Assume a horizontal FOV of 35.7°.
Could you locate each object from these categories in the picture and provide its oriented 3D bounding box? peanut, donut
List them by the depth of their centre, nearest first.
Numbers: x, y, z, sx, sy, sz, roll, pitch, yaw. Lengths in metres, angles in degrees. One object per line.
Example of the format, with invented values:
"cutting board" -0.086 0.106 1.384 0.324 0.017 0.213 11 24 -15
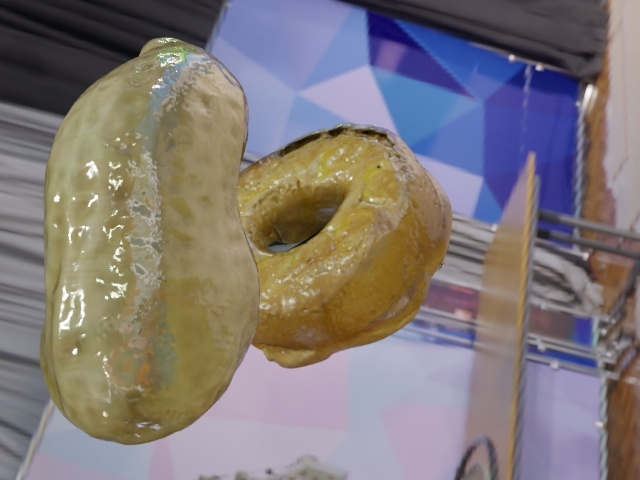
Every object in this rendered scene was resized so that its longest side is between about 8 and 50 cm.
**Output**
"peanut" -0.098 -0.008 0.586 0.137 0.122 0.253 22 -117 -60
"donut" 0.000 0.000 1.241 0.317 0.299 0.150 -57 -40 -15
